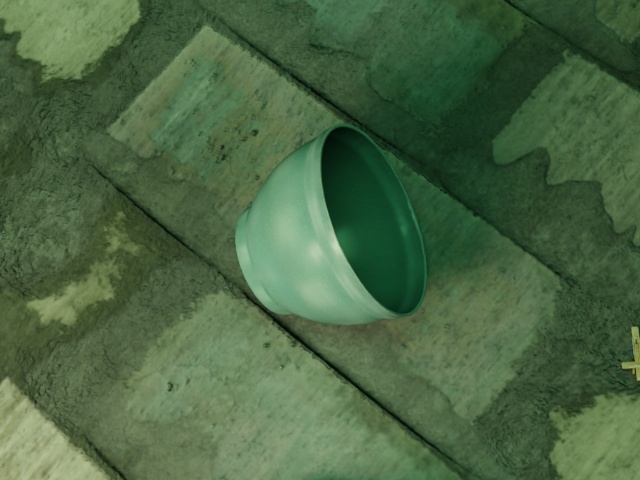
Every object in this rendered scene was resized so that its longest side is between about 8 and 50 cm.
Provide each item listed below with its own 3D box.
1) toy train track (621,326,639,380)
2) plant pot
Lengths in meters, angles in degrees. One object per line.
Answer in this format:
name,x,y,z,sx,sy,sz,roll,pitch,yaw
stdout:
toy train track,0.468,0.168,1.702,0.048,0.014,0.083,-5,63,12
plant pot,0.000,0.000,1.693,0.196,0.293,0.293,-21,66,26
